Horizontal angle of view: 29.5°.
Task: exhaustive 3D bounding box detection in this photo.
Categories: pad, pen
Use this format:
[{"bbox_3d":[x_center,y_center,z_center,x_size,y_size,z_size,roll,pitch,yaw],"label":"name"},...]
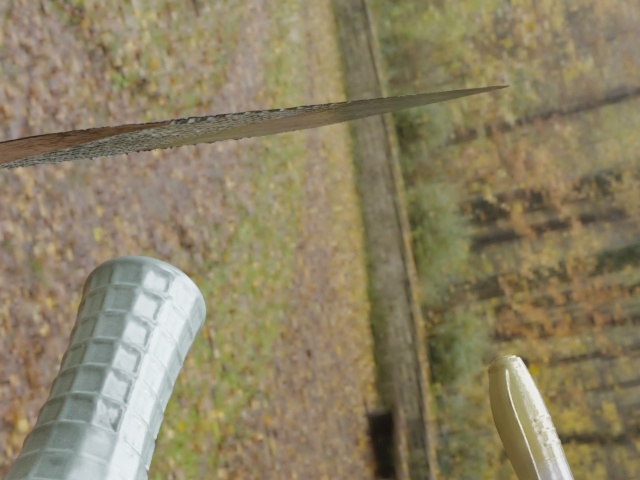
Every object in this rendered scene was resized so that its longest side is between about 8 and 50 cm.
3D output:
[{"bbox_3d":[0.002,-0.023,0.450,0.250,0.323,0.055,-11,112,-40],"label":"pad"},{"bbox_3d":[0.148,0.179,0.729,0.040,0.032,0.233,0,66,-51],"label":"pen"}]

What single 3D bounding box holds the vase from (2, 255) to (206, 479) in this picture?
[{"bbox_3d":[-0.177,0.150,0.979,0.299,0.143,0.143,-76,154,-47],"label":"vase"}]
